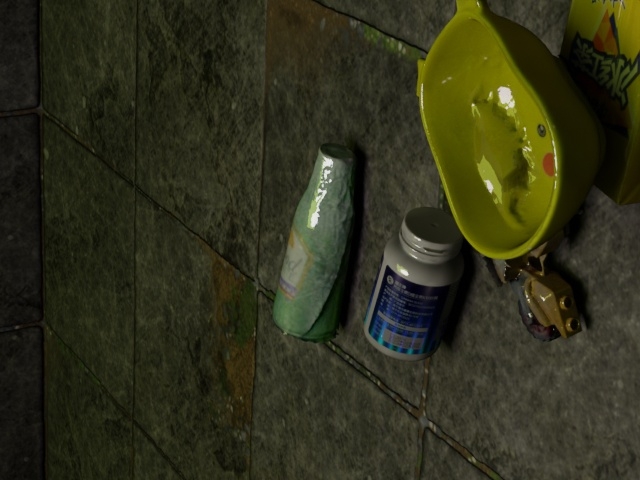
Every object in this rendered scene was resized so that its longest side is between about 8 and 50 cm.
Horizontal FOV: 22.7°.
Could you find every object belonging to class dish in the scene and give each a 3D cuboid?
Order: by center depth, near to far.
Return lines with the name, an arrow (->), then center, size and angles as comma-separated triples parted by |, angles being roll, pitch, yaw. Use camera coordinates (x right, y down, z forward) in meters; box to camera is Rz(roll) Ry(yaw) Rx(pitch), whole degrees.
dish -> 0.207, -0.117, 1.637 | 0.262, 0.108, 0.221 | 68, 152, 22

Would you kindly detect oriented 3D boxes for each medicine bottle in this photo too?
medicine bottle -> 0.125, 0.055, 2.064 | 0.107, 0.107, 0.191 | 53, 141, 41

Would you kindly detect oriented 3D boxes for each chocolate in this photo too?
chocolate -> 0.000, 0.000, 2.292 | 0.110, 0.110, 0.291 | 46, 134, 47

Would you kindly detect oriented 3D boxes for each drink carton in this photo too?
drink carton -> 0.333, -0.226, 1.599 | 0.154, 0.111, 0.351 | 48, 139, 46

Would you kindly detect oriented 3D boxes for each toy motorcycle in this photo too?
toy motorcycle -> 0.250, 0.009, 1.840 | 0.130, 0.094, 0.229 | -4, 104, 58
